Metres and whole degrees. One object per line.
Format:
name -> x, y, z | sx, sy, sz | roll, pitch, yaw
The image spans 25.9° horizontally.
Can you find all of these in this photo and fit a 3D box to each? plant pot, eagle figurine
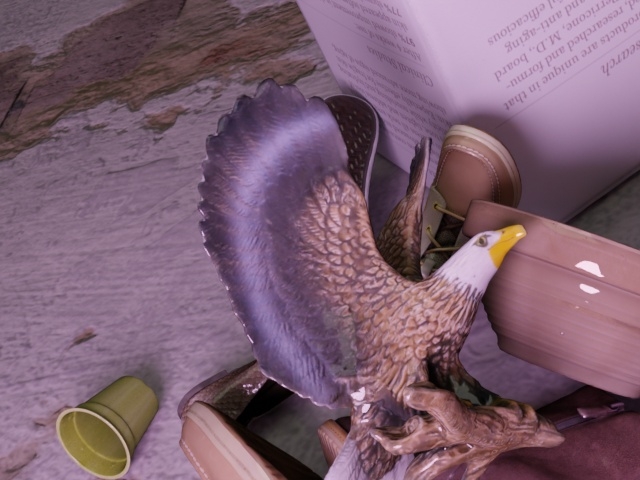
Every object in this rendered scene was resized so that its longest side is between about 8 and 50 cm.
plant pot -> 0.215, 0.055, 1.109 | 0.237, 0.237, 0.110 | 22, 93, 50
plant pot -> -0.197, 0.173, 1.337 | 0.083, 0.083, 0.079 | -3, 28, 33
eagle figurine -> 0.050, 0.045, 1.017 | 0.225, 0.226, 0.298 | -24, 51, -18

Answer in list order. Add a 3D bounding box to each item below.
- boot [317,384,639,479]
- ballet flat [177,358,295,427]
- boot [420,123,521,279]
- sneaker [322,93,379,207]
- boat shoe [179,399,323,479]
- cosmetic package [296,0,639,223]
boot -> 0.133, 0.174, 1.108 | 0.207, 0.090, 0.248 | -27, 30, -20
ballet flat -> -0.019, 0.112, 1.285 | 0.250, 0.084, 0.058 | -34, 48, -5
boot -> 0.102, 0.015, 1.218 | 0.077, 0.213, 0.165 | 27, 59, 19
sneaker -> 0.000, 0.000, 1.426 | 0.106, 0.123, 0.290 | 18, 62, -1
boat shoe -> -0.039, 0.238, 1.086 | 0.110, 0.121, 0.341 | -53, 35, 1
cosmetic package -> 0.172, -0.275, 1.372 | 0.327, 0.394, 0.329 | -35, 34, -10
